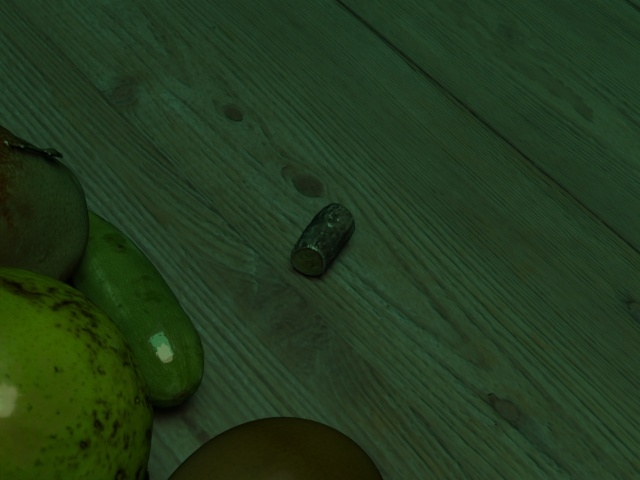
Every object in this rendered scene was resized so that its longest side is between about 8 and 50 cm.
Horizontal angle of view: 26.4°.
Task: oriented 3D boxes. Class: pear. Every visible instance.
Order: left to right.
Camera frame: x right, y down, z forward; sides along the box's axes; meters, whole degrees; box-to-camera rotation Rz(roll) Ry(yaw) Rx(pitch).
[{"bbox_3d":[-0.372,0.218,1.403,0.391,0.391,0.391,7,45,-7],"label":"pear"}]

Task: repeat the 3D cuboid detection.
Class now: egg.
[{"bbox_3d":[-0.067,0.330,1.443,0.250,0.250,0.322,38,56,23],"label":"egg"}]

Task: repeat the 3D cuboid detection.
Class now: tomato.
[{"bbox_3d":[-0.425,-0.025,1.669,0.239,0.303,0.303,5,40,24],"label":"tomato"}]

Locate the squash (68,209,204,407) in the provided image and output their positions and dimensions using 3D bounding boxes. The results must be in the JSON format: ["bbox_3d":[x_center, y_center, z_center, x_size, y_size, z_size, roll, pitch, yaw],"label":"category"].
[{"bbox_3d":[-0.256,0.065,1.760,0.118,0.118,0.370,-15,49,-26],"label":"squash"}]

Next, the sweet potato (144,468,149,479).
[{"bbox_3d":[-0.276,0.200,1.625,0.085,0.112,0.286,-33,63,13],"label":"sweet potato"}]

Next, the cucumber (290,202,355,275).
[{"bbox_3d":[0.001,-0.001,1.923,0.064,0.064,0.112,28,49,14],"label":"cucumber"}]
